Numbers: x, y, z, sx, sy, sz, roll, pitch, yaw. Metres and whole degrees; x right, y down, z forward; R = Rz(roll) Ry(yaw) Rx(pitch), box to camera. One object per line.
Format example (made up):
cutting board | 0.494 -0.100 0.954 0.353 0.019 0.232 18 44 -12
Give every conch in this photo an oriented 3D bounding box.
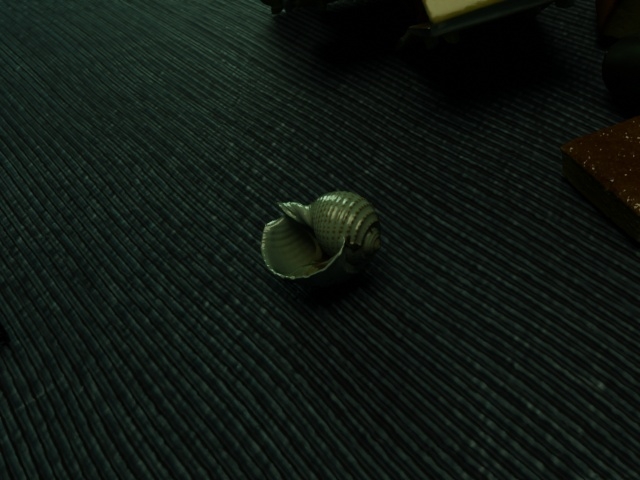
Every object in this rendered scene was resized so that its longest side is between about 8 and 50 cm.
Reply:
conch | 0.003 0.002 0.530 0.085 0.056 0.076 8 63 50

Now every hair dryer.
hair dryer | 0.328 -0.132 0.591 0.198 0.057 0.100 -1 16 -7

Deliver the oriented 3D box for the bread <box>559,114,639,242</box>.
bread | 0.231 -0.047 0.535 0.090 0.035 0.094 -21 41 -8

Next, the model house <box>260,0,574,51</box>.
model house | 0.076 -0.319 0.657 0.300 0.340 0.323 -18 45 -2

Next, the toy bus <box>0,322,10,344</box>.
toy bus | -0.293 0.066 0.536 0.123 0.060 0.075 -29 39 -20

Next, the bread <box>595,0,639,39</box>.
bread | 0.305 -0.276 0.633 0.049 0.226 0.088 23 46 0
